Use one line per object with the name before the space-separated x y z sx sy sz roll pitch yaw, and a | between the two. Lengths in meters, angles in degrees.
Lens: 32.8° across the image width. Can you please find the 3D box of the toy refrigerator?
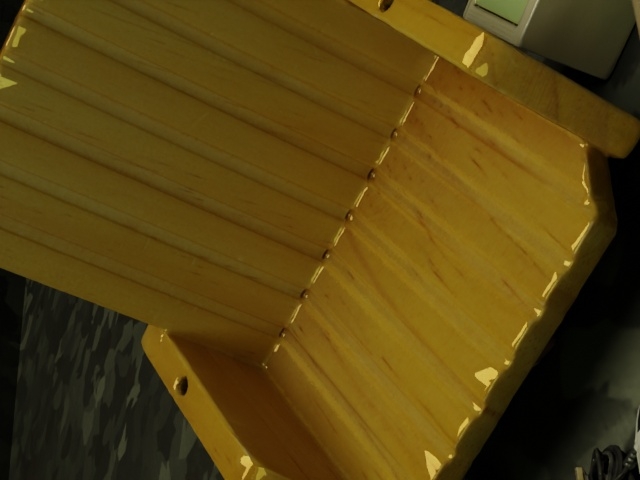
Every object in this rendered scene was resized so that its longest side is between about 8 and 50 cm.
toy refrigerator | 0.207 -0.267 0.795 0.270 0.094 0.102 -68 25 17

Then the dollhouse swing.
dollhouse swing | -0.046 -0.028 0.737 0.347 0.305 0.315 -60 38 12

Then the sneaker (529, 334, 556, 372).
sneaker | 0.117 0.003 0.852 0.162 0.106 0.281 -49 42 32

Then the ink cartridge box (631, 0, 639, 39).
ink cartridge box | 0.278 -0.188 0.597 0.235 0.088 0.193 -46 35 49

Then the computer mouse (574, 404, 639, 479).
computer mouse | 0.209 0.112 0.619 0.193 0.042 0.106 -60 5 30
